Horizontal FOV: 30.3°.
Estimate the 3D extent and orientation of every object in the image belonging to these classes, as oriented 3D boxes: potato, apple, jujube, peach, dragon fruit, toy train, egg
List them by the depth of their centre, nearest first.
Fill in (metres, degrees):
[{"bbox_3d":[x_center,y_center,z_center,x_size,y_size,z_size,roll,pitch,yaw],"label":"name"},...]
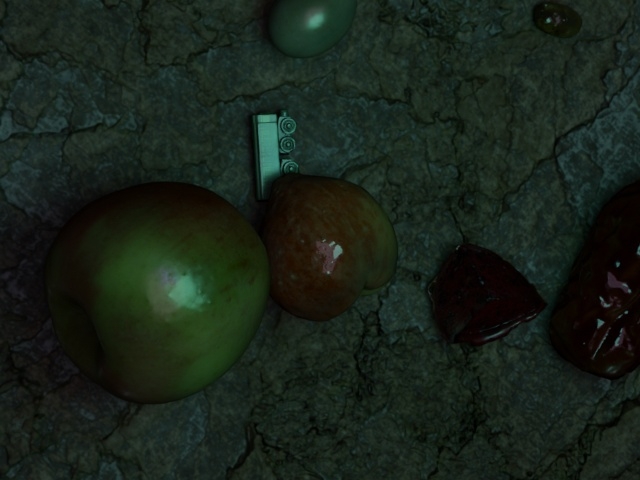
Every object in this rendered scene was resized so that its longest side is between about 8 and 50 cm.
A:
[{"bbox_3d":[-0.225,0.066,1.677,0.277,0.319,0.319,-31,102,-32],"label":"apple"},{"bbox_3d":[-0.010,-0.339,1.768,0.152,0.114,0.114,-38,102,-4],"label":"egg"},{"bbox_3d":[0.000,0.000,1.774,0.233,0.232,0.232,-1,96,-11],"label":"peach"},{"bbox_3d":[-0.069,-0.127,1.819,0.071,0.038,0.147,-5,97,-8],"label":"toy train"},{"bbox_3d":[0.377,-0.351,1.883,0.083,0.040,0.051,13,98,-11],"label":"potato"},{"bbox_3d":[0.498,0.062,1.884,0.216,0.216,0.342,29,102,-13],"label":"jujube"},{"bbox_3d":[0.264,0.088,1.896,0.161,0.120,0.127,7,52,-36],"label":"dragon fruit"}]
